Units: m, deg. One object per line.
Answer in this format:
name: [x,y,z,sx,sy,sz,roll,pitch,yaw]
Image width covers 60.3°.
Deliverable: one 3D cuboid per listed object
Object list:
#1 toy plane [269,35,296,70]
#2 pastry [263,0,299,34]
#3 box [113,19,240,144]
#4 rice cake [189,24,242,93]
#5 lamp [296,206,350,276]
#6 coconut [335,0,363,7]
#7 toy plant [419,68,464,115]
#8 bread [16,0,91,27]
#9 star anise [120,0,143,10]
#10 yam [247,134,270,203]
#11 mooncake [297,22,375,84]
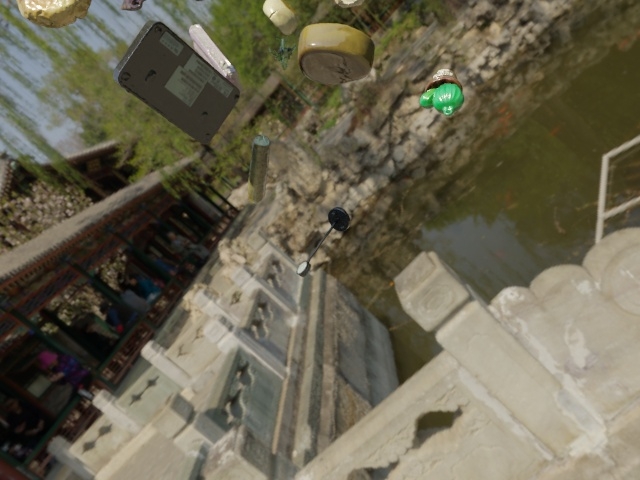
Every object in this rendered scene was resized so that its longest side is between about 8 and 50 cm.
toy plane: [-0.123,-0.628,1.855,0.102,0.111,0.040,-19,29,-24]
pastry: [-0.154,-0.885,2.165,0.092,0.156,0.156,-46,10,22]
box: [-0.411,-0.454,1.618,0.058,0.350,0.211,32,89,44]
rice cake: [-0.358,-0.615,1.876,0.050,0.298,0.106,-31,-27,-12]
lamp: [0.027,0.022,2.330,0.130,0.108,0.371,-26,30,44]
coconut: [0.105,-0.824,1.812,0.125,0.110,0.110,-15,12,-1]
toy plant: [0.395,-0.472,1.790,0.143,0.105,0.200,0,50,18]
bread: [-0.756,-0.714,1.567,0.244,0.244,0.134,-48,-3,-1]
star anise: [-0.371,-0.612,1.280,0.212,0.129,0.282,-12,28,-10]
yam: [-0.249,-0.273,2.207,0.083,0.083,0.371,-54,-11,-31]
mooncake: [0.034,-0.564,1.650,0.235,0.235,0.117,161,121,-69]
